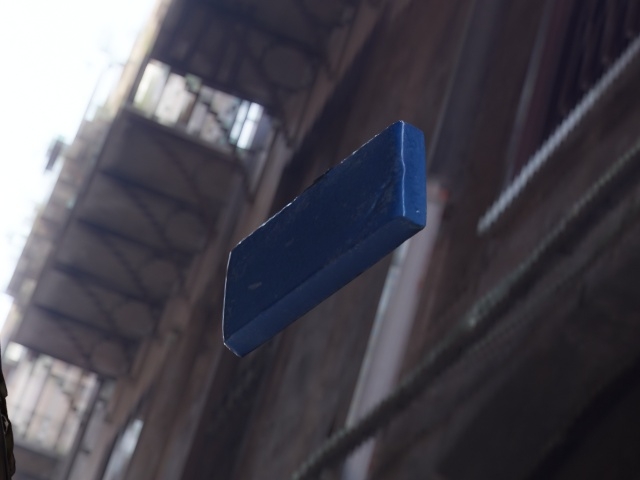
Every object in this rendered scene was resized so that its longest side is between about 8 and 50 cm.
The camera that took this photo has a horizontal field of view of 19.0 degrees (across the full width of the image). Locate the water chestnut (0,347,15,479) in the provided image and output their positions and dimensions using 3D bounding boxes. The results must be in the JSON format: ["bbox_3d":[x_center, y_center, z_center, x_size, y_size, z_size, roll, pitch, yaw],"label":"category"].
[{"bbox_3d":[-0.319,0.142,1.039,0.302,0.350,0.350,4,-30,-13],"label":"water chestnut"}]

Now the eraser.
[{"bbox_3d":[0.000,0.000,2.131,0.042,0.144,0.312,30,-47,-29],"label":"eraser"}]
